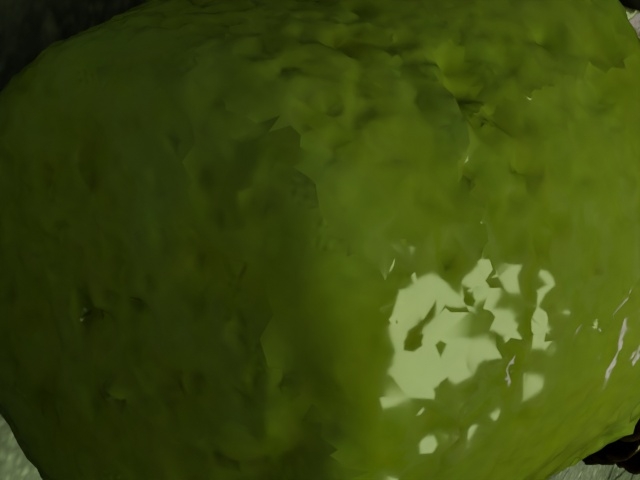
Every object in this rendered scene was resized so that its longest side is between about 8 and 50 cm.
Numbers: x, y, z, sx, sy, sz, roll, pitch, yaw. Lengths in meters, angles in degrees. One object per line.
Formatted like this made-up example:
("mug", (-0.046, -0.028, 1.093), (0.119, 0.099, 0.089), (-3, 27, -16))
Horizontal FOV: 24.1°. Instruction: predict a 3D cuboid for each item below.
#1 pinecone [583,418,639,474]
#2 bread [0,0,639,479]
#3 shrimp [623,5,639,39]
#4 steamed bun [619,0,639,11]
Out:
("pinecone", (0.372, 0.153, 1.864), (0.243, 0.243, 0.257), (-53, 134, -29))
("bread", (0.000, 0.000, 0.794), (0.308, 0.348, 0.348), (-21, 131, -45))
("shrimp", (0.182, -0.173, 1.237), (0.317, 0.164, 0.062), (33, 43, -63))
("steamed bun", (0.322, -0.282, 1.293), (0.283, 0.283, 0.177), (-41, 171, -45))
